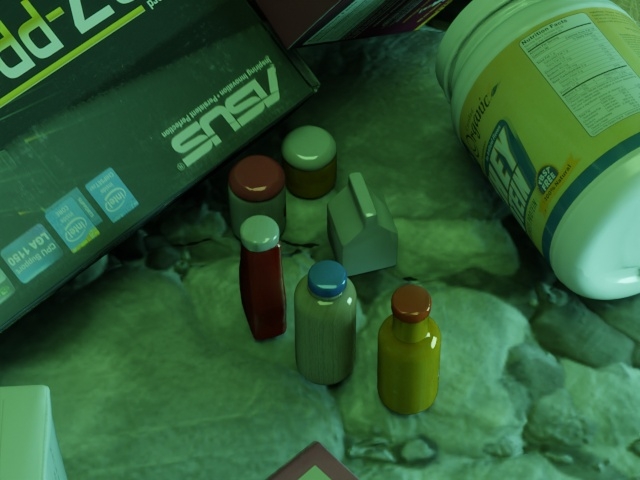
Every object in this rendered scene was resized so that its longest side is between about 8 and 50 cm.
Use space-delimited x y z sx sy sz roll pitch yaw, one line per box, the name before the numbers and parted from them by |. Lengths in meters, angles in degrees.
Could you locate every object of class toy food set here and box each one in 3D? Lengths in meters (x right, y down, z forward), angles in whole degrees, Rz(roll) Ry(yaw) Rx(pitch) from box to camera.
toy food set | 0.000 0.000 1.055 0.111 0.104 0.232 -12 53 -9

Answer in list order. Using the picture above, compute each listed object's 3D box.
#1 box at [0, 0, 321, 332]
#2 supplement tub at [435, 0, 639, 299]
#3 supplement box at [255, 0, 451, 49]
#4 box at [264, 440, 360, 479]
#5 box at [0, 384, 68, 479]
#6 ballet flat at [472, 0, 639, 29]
box | -0.245 -0.111 1.067 0.395 0.097 0.318 -38 93 -26
supplement tub | 0.177 -0.074 1.089 0.144 0.144 0.199 -21 54 -15
supplement box | 0.025 -0.207 1.161 0.188 0.081 0.104 -19 74 -56
box | -0.040 0.252 0.769 0.213 0.243 0.117 -36 59 -24
box | -0.193 0.199 0.851 0.119 0.181 0.182 -3 52 -3
ballet flat | 0.127 -0.265 1.251 0.116 0.124 0.342 -35 60 -25
